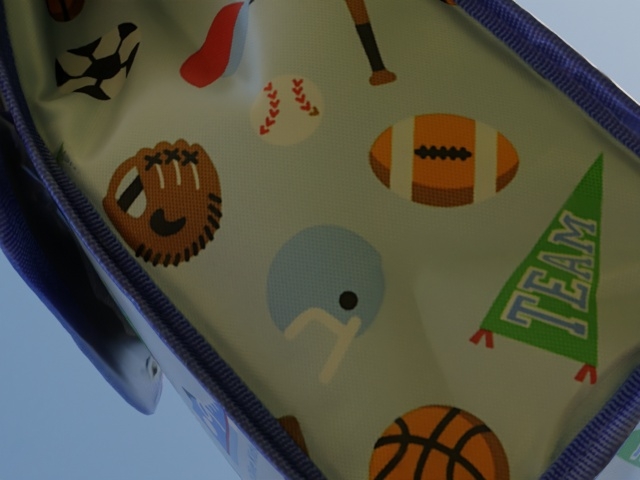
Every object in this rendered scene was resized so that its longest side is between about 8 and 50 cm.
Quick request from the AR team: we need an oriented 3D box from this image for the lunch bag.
[{"bbox_3d":[0.000,0.000,0.754,0.239,0.328,0.385,-41,-110,-7],"label":"lunch bag"}]
